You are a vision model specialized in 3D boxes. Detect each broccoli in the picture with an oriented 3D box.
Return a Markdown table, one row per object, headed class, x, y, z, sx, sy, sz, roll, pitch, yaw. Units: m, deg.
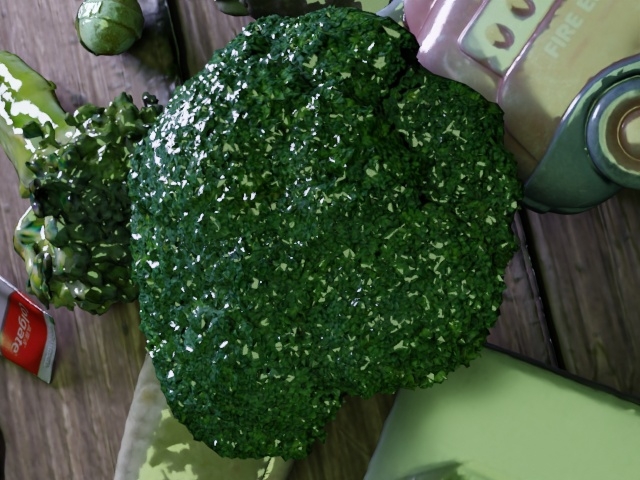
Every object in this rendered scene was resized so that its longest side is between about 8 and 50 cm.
| class | x | y | z | sx | sy | sz | roll | pitch | yaw |
| --- | --- | --- | --- | --- | --- | --- | --- | --- | --- |
| broccoli | -0.208 | -0.044 | 0.967 | 0.275 | 0.177 | 0.199 | 27 | 130 | 42 |
| broccoli | 0.000 | 0.000 | 0.766 | 0.308 | 0.275 | 0.308 | -12 | 65 | 28 |

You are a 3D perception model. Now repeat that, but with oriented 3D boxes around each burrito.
| class | x | y | z | sx | sy | sz | roll | pitch | yaw |
| --- | --- | --- | --- | --- | --- | --- | --- | --- | --- |
| burrito | -0.083 | 0.146 | 0.912 | 0.143 | 0.105 | 0.299 | 17 | 90 | -9 |

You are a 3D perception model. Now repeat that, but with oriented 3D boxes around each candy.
| class | x | y | z | sx | sy | sz | roll | pitch | yaw |
| --- | --- | --- | --- | --- | --- | --- | --- | --- | --- |
| candy | -0.172 | -0.258 | 1.002 | 0.061 | 0.061 | 0.202 | 6 | 79 | 15 |

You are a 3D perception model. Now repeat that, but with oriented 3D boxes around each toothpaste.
| class | x | y | z | sx | sy | sz | roll | pitch | yaw |
| --- | --- | --- | --- | --- | --- | --- | --- | --- | --- |
| toothpaste | -0.355 | 0.026 | 1.022 | 0.301 | 0.048 | 0.075 | 28 | 101 | 15 |

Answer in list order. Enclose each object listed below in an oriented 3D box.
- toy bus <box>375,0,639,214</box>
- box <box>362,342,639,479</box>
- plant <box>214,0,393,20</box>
| class | x | y | z | sx | sy | sz | roll | pitch | yaw |
| --- | --- | --- | --- | --- | --- | --- | --- | --- | --- |
| toy bus | 0.185 | -0.172 | 0.803 | 0.232 | 0.197 | 0.294 | 35 | 96 | 4 |
| box | 0.192 | 0.306 | 0.828 | 0.396 | 0.111 | 0.397 | 21 | 91 | 14 |
| plant | -0.006 | -0.217 | 0.908 | 0.194 | 0.132 | 0.129 | 27 | 90 | 10 |
